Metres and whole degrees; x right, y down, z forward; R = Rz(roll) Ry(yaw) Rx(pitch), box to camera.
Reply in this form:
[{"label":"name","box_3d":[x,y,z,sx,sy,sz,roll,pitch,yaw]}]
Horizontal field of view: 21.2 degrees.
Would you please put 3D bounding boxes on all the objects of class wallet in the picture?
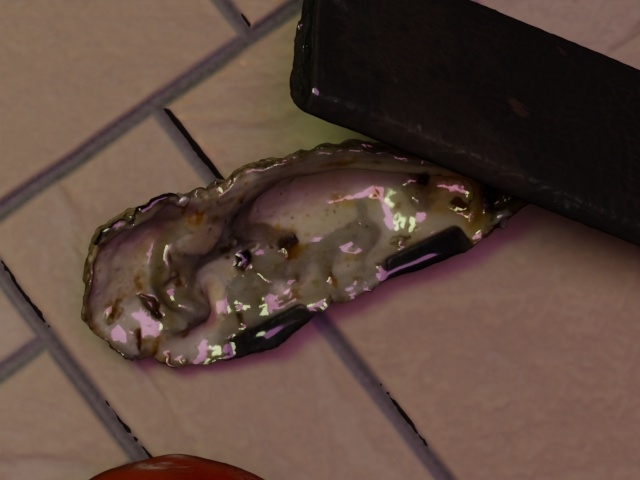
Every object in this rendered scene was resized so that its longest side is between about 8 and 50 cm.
[{"label":"wallet","box_3d":[0.130,-0.091,1.178,0.321,0.044,0.170,21,44,-17]}]

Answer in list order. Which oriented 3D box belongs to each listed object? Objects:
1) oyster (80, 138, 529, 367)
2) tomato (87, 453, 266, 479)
[{"label":"oyster","box_3d":[-0.001,-0.003,1.176,0.345,0.078,0.128,-17,102,-14]},{"label":"tomato","box_3d":[-0.084,0.216,1.068,0.187,0.151,0.187,0,79,-2]}]
